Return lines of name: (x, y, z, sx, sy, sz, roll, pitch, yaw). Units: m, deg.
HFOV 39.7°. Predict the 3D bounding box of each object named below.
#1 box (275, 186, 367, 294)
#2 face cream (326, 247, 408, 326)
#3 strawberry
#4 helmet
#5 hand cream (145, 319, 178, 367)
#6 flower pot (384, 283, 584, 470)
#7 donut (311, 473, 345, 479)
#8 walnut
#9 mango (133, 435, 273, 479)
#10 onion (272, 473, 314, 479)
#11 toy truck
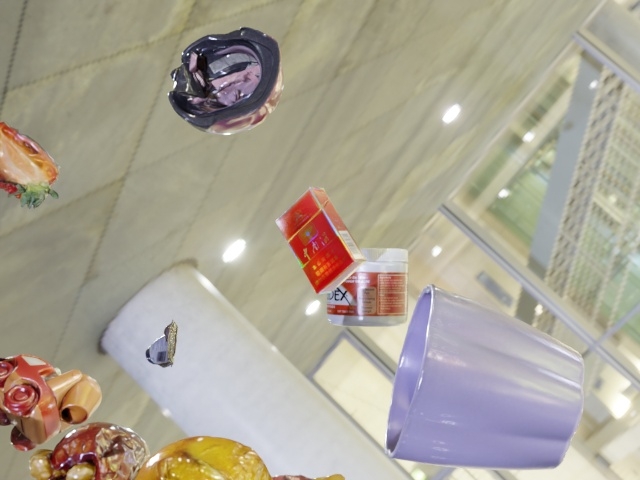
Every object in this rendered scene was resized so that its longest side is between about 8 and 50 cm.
box: (-0.001, 0.000, 1.682, 0.112, 0.175, 0.048, -44, 156, 30)
face cream: (0.115, 0.113, 2.176, 0.201, 0.201, 0.187, 7, 83, -77)
strawberry: (-0.623, -0.145, 1.825, 0.085, 0.192, 0.140, -39, -152, 43)
helmet: (-0.159, -0.284, 1.662, 0.154, 0.253, 0.198, 37, 66, -61)
hand cream: (-0.239, 0.165, 1.369, 0.163, 0.039, 0.062, 145, -45, -66)
flower pot: (0.237, 0.214, 1.290, 0.265, 0.243, 0.265, -166, -90, -87)
donut: (-0.057, 0.647, 2.074, 0.278, 0.108, 0.277, -19, -172, 3)
walnut: (-0.517, 0.518, 1.985, 0.269, 0.244, 0.221, 53, 39, -72)
mango: (-0.138, 0.402, 1.086, 0.201, 0.199, 0.350, -7, 117, -20)
onion: (-0.042, 0.441, 1.425, 0.184, 0.184, 0.147, -53, -171, 31)
toy truck: (-0.707, 0.392, 2.268, 0.239, 0.265, 0.189, -24, 135, -36)
